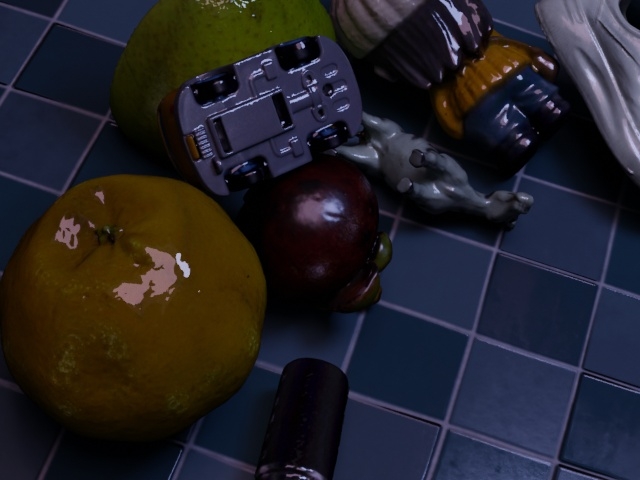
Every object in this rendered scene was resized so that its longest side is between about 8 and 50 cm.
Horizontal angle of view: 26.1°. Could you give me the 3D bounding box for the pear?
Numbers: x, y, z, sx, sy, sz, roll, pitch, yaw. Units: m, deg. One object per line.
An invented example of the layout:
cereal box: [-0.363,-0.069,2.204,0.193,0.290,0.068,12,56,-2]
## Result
pear: [-0.088,-0.200,1.593,0.288,0.239,0.139,-11,48,-19]

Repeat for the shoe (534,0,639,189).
shoe: [0.397,-0.195,1.680,0.159,0.124,0.316,-34,79,15]

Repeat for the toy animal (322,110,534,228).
toy animal: [0.117,-0.077,1.603,0.255,0.170,0.090,32,97,9]

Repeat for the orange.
orange: [-0.190,0.063,1.392,0.279,0.235,0.279,2,52,-3]

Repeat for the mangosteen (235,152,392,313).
mangosteen: [0.000,0.000,1.522,0.200,0.200,0.200,4,54,-6]

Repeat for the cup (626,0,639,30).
cup: [0.562,-0.274,1.787,0.292,0.308,0.242,42,91,19]

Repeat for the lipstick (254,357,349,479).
lipstick: [-0.029,0.254,1.376,0.081,0.081,0.299,12,52,0]

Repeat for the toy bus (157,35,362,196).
toy bus: [-0.072,-0.134,1.472,0.209,0.136,0.126,-26,104,-25]

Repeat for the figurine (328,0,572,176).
figurine: [0.156,-0.242,1.686,0.185,0.204,0.332,-44,64,-2]
